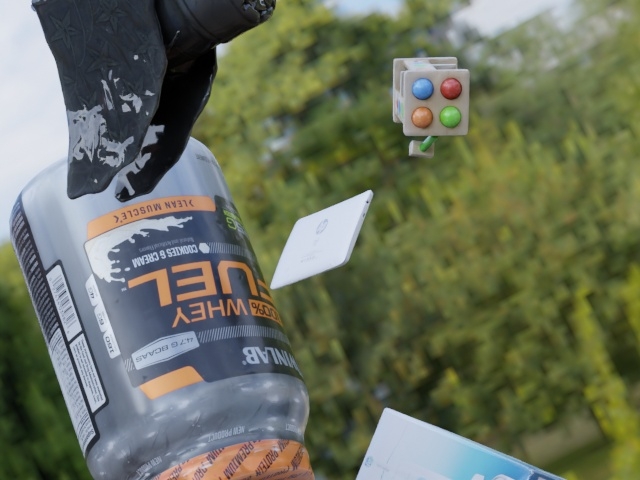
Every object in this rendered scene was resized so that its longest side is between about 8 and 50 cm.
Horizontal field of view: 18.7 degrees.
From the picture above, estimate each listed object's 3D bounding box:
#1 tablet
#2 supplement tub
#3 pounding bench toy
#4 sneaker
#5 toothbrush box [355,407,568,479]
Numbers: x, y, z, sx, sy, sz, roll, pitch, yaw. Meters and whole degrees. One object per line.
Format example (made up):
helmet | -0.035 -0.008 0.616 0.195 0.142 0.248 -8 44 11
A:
tablet | 0.000 0.000 1.204 0.083 0.006 0.054 -21 41 53
supplement tub | -0.128 0.085 1.628 0.193 0.316 0.193 -19 -22 -8
pounding bench toy | 0.088 -0.099 1.557 0.052 0.083 0.065 -2 17 -7
sneaker | -0.072 -0.106 0.675 0.089 0.170 0.051 -29 -16 28
toothbrush box | 0.108 0.263 1.461 0.216 0.126 0.295 -68 19 -4
